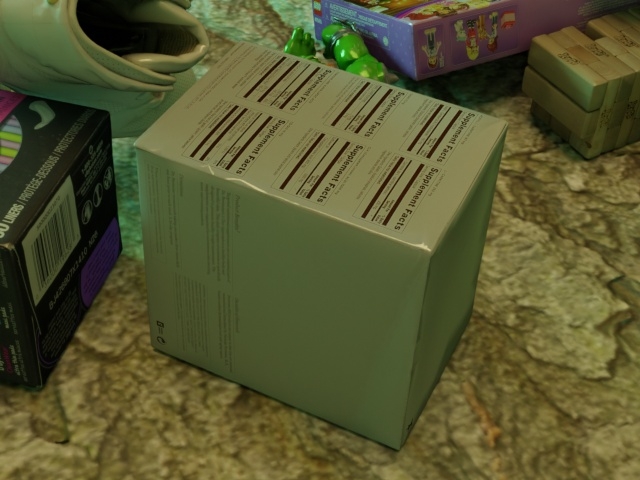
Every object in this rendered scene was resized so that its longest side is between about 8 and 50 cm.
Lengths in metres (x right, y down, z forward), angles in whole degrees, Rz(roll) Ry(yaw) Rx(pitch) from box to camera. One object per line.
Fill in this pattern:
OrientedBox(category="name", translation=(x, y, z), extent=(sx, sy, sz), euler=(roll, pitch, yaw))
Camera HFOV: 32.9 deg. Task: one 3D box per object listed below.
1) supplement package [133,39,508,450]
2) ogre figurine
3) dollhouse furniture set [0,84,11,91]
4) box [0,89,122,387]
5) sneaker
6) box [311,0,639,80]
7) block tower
OrientedBox(category="supplement package", translation=(0.000, 0.000, 0.754), extent=(0.203, 0.194, 0.149), euler=(20, 45, 17))
OrientedBox(category="ogre figurine", translation=(-0.015, -0.128, 0.971), extent=(0.197, 0.097, 0.118), euler=(-23, 37, -37))
OrientedBox(category="dollhouse furniture set", translation=(-0.333, -0.251, 1.033), extent=(0.212, 0.161, 0.242), euler=(25, 46, 21))
OrientedBox(category="box", translation=(-0.303, -0.022, 0.796), extent=(0.270, 0.143, 0.165), euler=(11, 42, 9))
OrientedBox(category="sneaker", translation=(-0.143, -0.134, 0.827), extent=(0.169, 0.108, 0.292), euler=(10, -1, 28))
OrientedBox(category="box", translation=(0.165, -0.241, 1.090), extent=(0.293, 0.057, 0.201), euler=(-18, 28, -22))
OrientedBox(category="block tower", translation=(0.353, -0.181, 1.054), extent=(0.335, 0.091, 0.097), euler=(-19, 47, -24))
